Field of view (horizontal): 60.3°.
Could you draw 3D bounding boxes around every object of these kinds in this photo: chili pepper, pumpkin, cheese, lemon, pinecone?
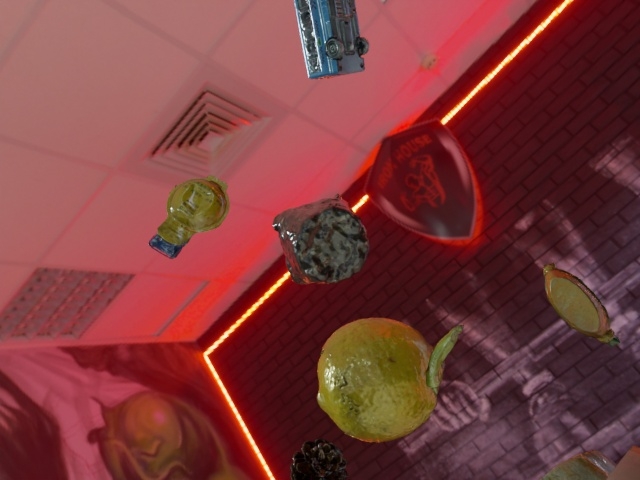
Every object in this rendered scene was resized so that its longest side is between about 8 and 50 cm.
[{"bbox_3d":[0.310,0.297,1.420,0.043,0.049,0.208,9,-71,-20],"label":"chili pepper"},{"bbox_3d":[0.681,0.698,1.434,0.332,0.199,0.332,-13,-51,-16],"label":"pumpkin"},{"bbox_3d":[-0.356,-0.072,1.502,0.270,0.177,0.069,-56,-10,-25],"label":"cheese"},{"bbox_3d":[0.172,0.393,1.590,0.387,0.350,0.350,-18,-27,-5],"label":"lemon"},{"bbox_3d":[0.001,0.528,1.282,0.140,0.140,0.121,-21,-30,-30],"label":"pinecone"}]

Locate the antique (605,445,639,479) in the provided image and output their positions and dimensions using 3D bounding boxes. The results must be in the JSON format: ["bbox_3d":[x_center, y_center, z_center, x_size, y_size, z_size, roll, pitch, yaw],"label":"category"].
[{"bbox_3d":[0.591,0.462,0.939,0.148,0.152,0.146,-30,-66,-30],"label":"antique"}]

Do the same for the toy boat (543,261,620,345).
[{"bbox_3d":[0.574,0.145,1.223,0.089,0.229,0.088,-43,-17,26],"label":"toy boat"}]

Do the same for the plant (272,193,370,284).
[{"bbox_3d":[0.000,0.000,0.872,0.132,0.129,0.194,-16,5,-8],"label":"plant"}]

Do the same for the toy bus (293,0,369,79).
[{"bbox_3d":[0.018,-0.501,1.266,0.134,0.246,0.113,1,18,43],"label":"toy bus"}]
